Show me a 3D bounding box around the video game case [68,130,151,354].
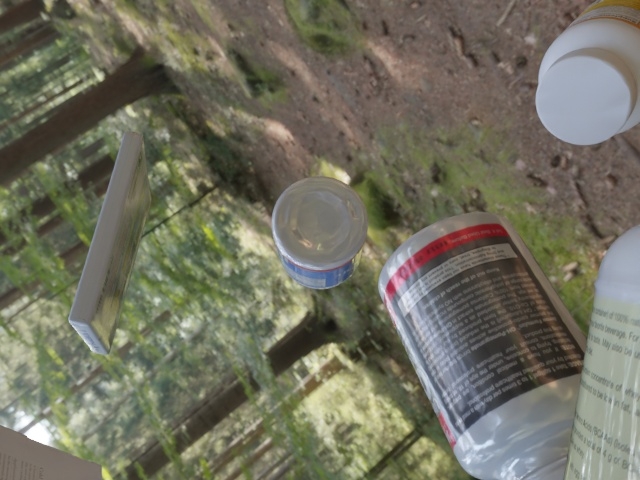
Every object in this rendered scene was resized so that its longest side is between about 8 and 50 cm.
[{"bbox_3d":[-0.360,0.017,1.252,0.036,0.329,0.300,12,160,-6],"label":"video game case"}]

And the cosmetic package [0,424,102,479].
[{"bbox_3d":[-0.327,0.339,0.609,0.284,0.097,0.377,41,-155,-41],"label":"cosmetic package"}]

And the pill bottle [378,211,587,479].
[{"bbox_3d":[0.197,0.139,0.752,0.176,0.176,0.318,79,170,-55],"label":"pill bottle"}]

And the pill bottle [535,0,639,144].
[{"bbox_3d":[0.343,-0.206,0.852,0.136,0.246,0.136,18,128,25],"label":"pill bottle"}]

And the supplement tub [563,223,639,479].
[{"bbox_3d":[0.241,0.116,0.340,0.235,0.324,0.235,10,180,0],"label":"supplement tub"}]

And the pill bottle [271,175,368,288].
[{"bbox_3d":[0.000,0.000,0.990,0.124,0.124,0.221,49,172,10],"label":"pill bottle"}]
